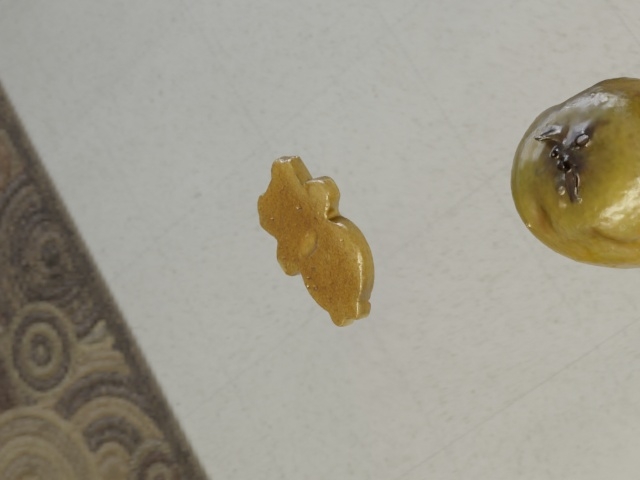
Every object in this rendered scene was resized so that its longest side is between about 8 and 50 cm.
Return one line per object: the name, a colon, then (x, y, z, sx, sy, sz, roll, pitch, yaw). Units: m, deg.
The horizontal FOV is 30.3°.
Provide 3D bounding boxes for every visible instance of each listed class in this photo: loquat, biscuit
loquat: (0.304, -0.073, 1.238, 0.213, 0.213, 0.213, 0, 91, 32)
biscuit: (0.000, 0.000, 1.476, 0.225, 0.036, 0.166, 51, 136, 28)
